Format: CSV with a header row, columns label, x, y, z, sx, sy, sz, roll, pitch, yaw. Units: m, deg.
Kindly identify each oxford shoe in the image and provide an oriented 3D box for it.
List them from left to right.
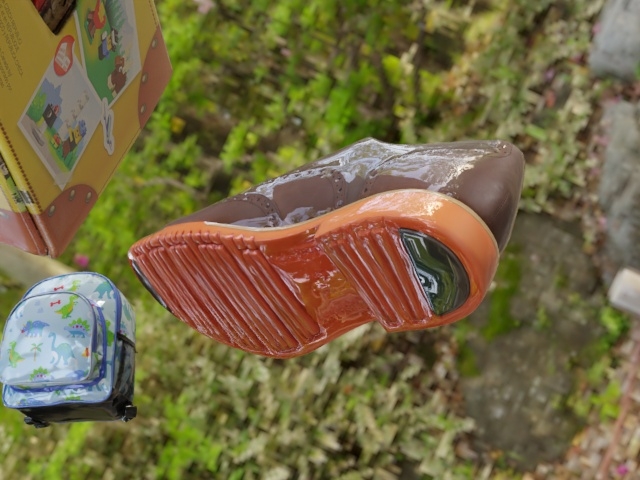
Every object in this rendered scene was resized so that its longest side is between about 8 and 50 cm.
label,x,y,z,sx,sy,sz,roll,pitch,yaw
oxford shoe,0.000,0.000,0.766,0.271,0.097,0.098,-5,38,42

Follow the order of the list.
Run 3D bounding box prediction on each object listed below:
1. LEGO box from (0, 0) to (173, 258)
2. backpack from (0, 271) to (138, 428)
label,x,y,z,sx,sy,sz,roll,pitch,yaw
LEGO box,-0.331,-0.240,0.818,0.500,0.373,0.193,83,-150,-59
backpack,-0.201,0.082,1.083,0.084,0.105,0.114,61,-153,-58
